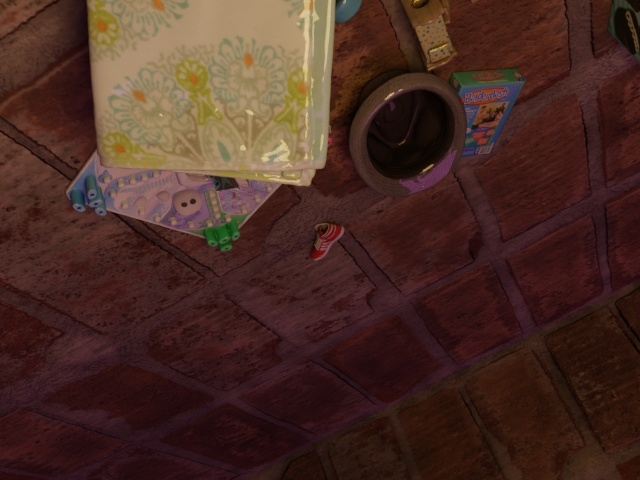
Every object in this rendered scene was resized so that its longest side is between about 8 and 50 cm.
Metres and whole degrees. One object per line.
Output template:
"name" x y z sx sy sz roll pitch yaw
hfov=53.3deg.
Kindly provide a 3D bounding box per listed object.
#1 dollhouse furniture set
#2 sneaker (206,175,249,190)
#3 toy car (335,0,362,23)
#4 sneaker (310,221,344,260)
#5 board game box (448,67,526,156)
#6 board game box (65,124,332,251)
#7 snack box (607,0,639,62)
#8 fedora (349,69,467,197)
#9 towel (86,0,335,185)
"dollhouse furniture set" 0.250 -0.381 1.141 0.160 0.101 0.182 -23 146 13
"sneaker" -0.187 -0.144 1.179 0.076 0.065 0.167 -18 143 1
"toy car" -0.037 -0.323 0.958 0.210 0.238 0.219 -41 141 25
"sneaker" 0.000 0.000 1.573 0.067 0.042 0.118 16 122 -47
"board game box" 0.332 -0.272 1.392 0.160 0.047 0.210 -8 143 -19
"board game box" -0.227 -0.145 1.252 0.389 0.050 0.390 19 128 -43
"snack box" 0.623 -0.470 1.170 0.060 0.187 0.322 -23 145 1
"fedora" 0.161 -0.232 1.283 0.243 0.124 0.275 -29 136 5
"towel" -0.141 -0.262 0.830 0.320 0.090 0.375 4 111 -1
